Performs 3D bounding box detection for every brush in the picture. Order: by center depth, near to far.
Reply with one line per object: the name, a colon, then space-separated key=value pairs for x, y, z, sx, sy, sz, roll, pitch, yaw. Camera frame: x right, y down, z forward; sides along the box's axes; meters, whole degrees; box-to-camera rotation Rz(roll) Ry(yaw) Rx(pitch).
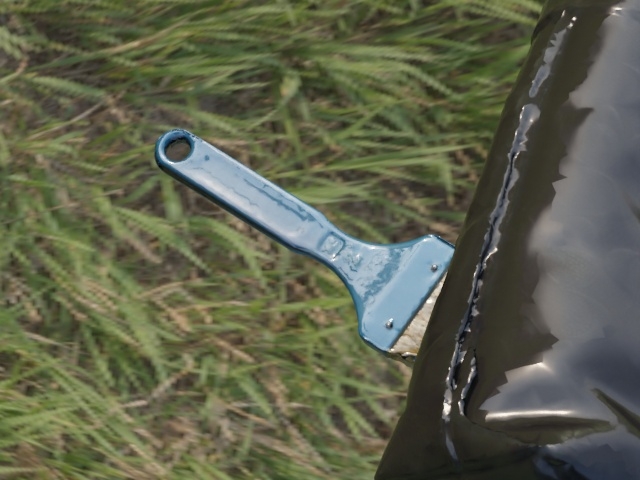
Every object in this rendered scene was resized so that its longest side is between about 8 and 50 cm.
brush: x=0.000 y=0.000 z=0.630 sx=0.164 sy=0.014 sz=0.051 roll=31 pitch=75 yaw=19

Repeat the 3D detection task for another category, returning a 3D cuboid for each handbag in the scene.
handbag: x=0.142 y=0.040 z=0.496 sx=0.247 sy=0.080 sz=0.223 roll=42 pitch=54 yaw=-27
